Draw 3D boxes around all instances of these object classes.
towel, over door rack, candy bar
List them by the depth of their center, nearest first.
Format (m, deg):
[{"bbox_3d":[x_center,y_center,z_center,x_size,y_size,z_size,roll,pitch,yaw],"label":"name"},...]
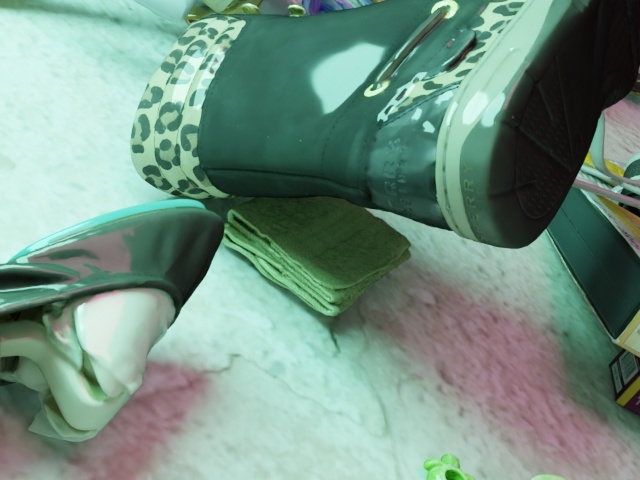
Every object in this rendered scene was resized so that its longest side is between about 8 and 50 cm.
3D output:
[{"bbox_3d":[0.000,0.000,0.682,0.110,0.027,0.148,39,32,12],"label":"towel"},{"bbox_3d":[0.191,-0.091,0.794,0.324,0.108,0.239,0,20,-29],"label":"over door rack"},{"bbox_3d":[0.362,-0.074,1.113,0.161,0.018,0.040,27,39,-16],"label":"candy bar"}]

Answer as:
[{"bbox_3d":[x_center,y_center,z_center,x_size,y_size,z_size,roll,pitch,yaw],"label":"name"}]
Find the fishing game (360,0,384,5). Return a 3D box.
[{"bbox_3d":[0.109,-0.325,1.237,0.189,0.041,0.264,4,40,-43],"label":"fishing game"}]

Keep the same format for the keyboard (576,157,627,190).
[{"bbox_3d":[0.334,-0.082,1.122,0.256,0.014,0.072,6,40,-38],"label":"keyboard"}]

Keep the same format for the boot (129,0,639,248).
[{"bbox_3d":[0.066,-0.135,0.659,0.284,0.138,0.377,4,41,32],"label":"boot"}]

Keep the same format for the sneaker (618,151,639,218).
[{"bbox_3d":[0.406,0.010,1.014,0.217,0.079,0.121,40,50,-8],"label":"sneaker"}]

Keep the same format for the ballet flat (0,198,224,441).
[{"bbox_3d":[-0.148,0.053,0.418,0.280,0.095,0.096,-15,64,-39],"label":"ballet flat"}]

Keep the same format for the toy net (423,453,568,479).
[{"bbox_3d":[0.088,0.195,0.466,0.122,0.045,0.232,34,31,2],"label":"toy net"}]

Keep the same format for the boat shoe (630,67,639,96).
[{"bbox_3d":[0.459,-0.361,1.558,0.116,0.096,0.324,-41,67,-17],"label":"boat shoe"}]

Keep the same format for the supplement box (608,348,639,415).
[{"bbox_3d":[0.286,0.123,0.754,0.083,0.043,0.055,30,28,-5],"label":"supplement box"}]

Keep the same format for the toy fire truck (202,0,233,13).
[{"bbox_3d":[-0.048,-0.319,0.672,0.217,0.158,0.246,30,62,-12],"label":"toy fire truck"}]

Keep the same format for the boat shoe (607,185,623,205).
[{"bbox_3d":[0.381,-0.035,1.081,0.100,0.035,0.035,22,29,-30],"label":"boat shoe"}]

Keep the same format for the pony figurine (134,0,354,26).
[{"bbox_3d":[-0.093,-0.298,0.835,0.363,0.303,0.351,17,66,-31],"label":"pony figurine"}]

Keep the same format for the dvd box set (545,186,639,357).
[{"bbox_3d":[0.413,0.104,0.823,0.420,0.062,0.307,29,17,-6],"label":"dvd box set"}]
